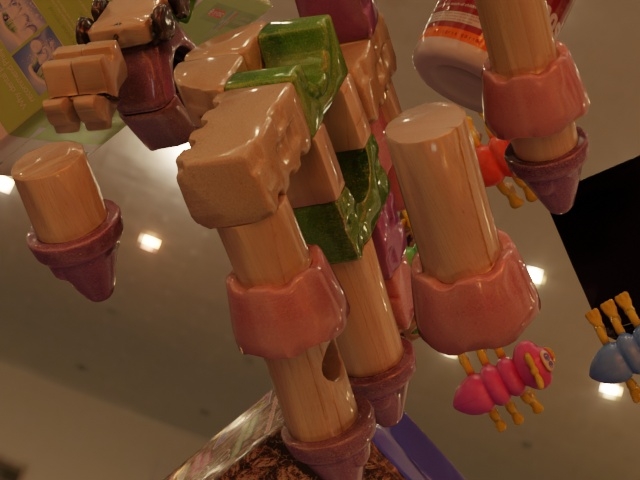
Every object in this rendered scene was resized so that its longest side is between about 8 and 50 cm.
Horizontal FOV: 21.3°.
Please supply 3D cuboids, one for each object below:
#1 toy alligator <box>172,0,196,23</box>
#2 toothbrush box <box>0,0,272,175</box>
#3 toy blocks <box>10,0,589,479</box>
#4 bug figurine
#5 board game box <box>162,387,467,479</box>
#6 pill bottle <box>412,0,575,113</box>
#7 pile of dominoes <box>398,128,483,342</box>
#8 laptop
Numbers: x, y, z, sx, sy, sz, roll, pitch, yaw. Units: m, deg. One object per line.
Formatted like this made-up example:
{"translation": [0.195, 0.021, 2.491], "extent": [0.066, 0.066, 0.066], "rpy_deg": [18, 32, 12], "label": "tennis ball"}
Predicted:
{"translation": [-0.093, -0.193, 1.198], "extent": [0.056, 0.190, 0.051], "rpy_deg": [21, -30, -17], "label": "toy alligator"}
{"translation": [-0.212, -0.186, 1.571], "extent": [0.122, 0.283, 0.206], "rpy_deg": [54, 15, 9], "label": "toothbrush box"}
{"translation": [0.000, 0.000, 1.019], "extent": [0.309, 0.288, 0.260], "rpy_deg": [-6, -58, 21], "label": "toy blocks"}
{"translation": [0.167, 0.034, 1.375], "extent": [0.279, 0.216, 0.072], "rpy_deg": [56, 11, 0], "label": "bug figurine"}
{"translation": [-0.024, 0.267, 1.353], "extent": [0.291, 0.141, 0.232], "rpy_deg": [-41, -84, 13], "label": "board game box"}
{"translation": [0.131, -0.170, 1.177], "extent": [0.086, 0.152, 0.086], "rpy_deg": [25, -15, 7], "label": "pill bottle"}
{"translation": [0.097, 0.003, 1.759], "extent": [0.040, 0.196, 0.251], "rpy_deg": [41, -38, 34], "label": "pile of dominoes"}
{"translation": [0.392, 0.026, 1.717], "extent": [0.264, 0.136, 0.234], "rpy_deg": [18, -21, -24], "label": "laptop"}
